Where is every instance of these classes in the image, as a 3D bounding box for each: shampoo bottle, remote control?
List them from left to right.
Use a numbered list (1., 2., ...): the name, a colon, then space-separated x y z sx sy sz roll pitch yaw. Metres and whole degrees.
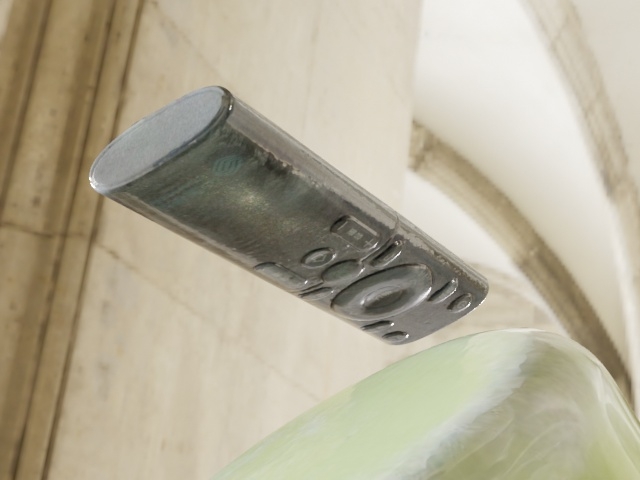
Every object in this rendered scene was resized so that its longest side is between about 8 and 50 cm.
1. remote control: 0.000 0.000 0.861 0.107 0.044 0.377 -25 -30 22
2. shampoo bottle: 0.082 0.225 0.583 0.317 0.322 0.322 57 -35 -5
